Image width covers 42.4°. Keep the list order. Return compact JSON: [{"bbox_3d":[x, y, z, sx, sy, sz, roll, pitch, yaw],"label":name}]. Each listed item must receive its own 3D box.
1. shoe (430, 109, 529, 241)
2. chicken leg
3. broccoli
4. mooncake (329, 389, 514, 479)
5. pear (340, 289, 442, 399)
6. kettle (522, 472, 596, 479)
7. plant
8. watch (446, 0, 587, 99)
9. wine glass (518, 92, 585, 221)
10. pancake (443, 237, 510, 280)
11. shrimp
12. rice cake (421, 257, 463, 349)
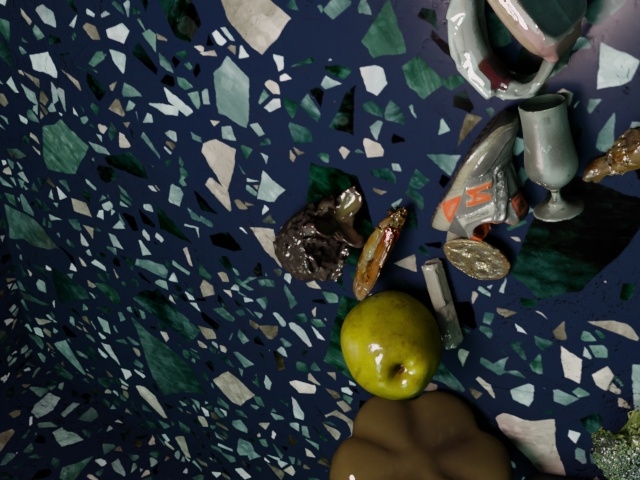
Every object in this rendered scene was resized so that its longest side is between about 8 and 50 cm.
[{"bbox_3d":[0.357,-0.106,1.686,0.171,0.132,0.336,32,140,8],"label":"shoe"},{"bbox_3d":[0.555,-0.153,1.519,0.069,0.085,0.198,24,156,-12],"label":"chicken leg"},{"bbox_3d":[0.703,0.467,1.838,0.198,0.176,0.226,2,117,17],"label":"broccoli"},{"bbox_3d":[0.251,0.620,2.124,0.467,0.467,0.262,25,141,21],"label":"mooncake"},{"bbox_3d":[0.173,0.248,2.009,0.252,0.307,0.253,1,109,3],"label":"pear"},{"bbox_3d":[0.660,0.676,2.028,0.308,0.262,0.203,-13,81,63],"label":"kettle"},{"bbox_3d":[0.000,0.000,2.021,0.178,0.204,0.234,50,146,-12],"label":"plant"},{"bbox_3d":[0.333,-0.380,1.472,0.253,0.162,0.241,52,152,-7],"label":"watch"},{"bbox_3d":[0.442,-0.160,1.582,0.103,0.103,0.231,5,123,37],"label":"wine glass"},{"bbox_3d":[0.352,0.038,1.858,0.158,0.028,0.158,23,153,12],"label":"pancake"},{"bbox_3d":[0.141,0.028,1.965,0.062,0.154,0.294,15,131,-8],"label":"shrimp"},{"bbox_3d":[0.295,0.153,1.999,0.052,0.057,0.256,4,125,39],"label":"rice cake"}]
